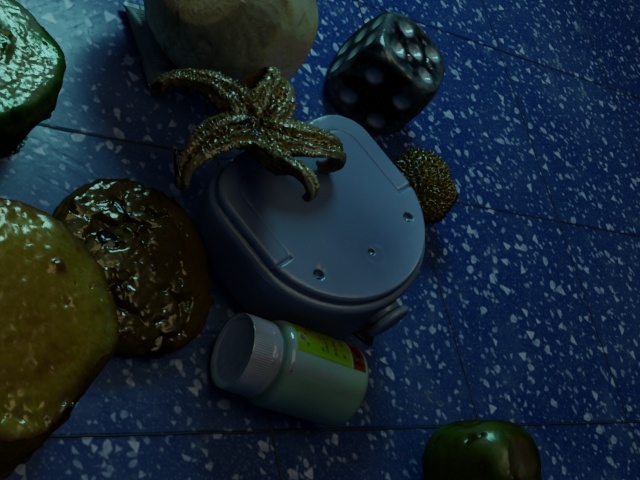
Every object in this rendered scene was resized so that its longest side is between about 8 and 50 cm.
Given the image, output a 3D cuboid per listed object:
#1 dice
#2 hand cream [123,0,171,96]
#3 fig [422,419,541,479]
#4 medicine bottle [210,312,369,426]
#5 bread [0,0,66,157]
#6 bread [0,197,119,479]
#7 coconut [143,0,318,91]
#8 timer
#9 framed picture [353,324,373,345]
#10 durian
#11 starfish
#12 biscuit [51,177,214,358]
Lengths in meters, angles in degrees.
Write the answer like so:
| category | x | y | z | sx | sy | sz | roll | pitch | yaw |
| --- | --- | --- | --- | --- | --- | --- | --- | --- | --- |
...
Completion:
| category | x | y | z | sx | sy | sz | roll | pitch | yaw |
| --- | --- | --- | --- | --- | --- | --- | --- | --- | --- |
| dice | 0.133 | -0.341 | 2.089 | 0.183 | 0.182 | 0.181 | 41 | 42 | -18 |
| hand cream | -0.300 | -0.338 | 1.793 | 0.067 | 0.042 | 0.194 | 3 | 57 | -40 |
| fig | 0.275 | 0.443 | 1.721 | 0.206 | 0.206 | 0.275 | 2 | 82 | -42 |
| medicine bottle | -0.046 | 0.202 | 1.593 | 0.225 | 0.139 | 0.139 | 22 | 50 | -32 |
| bread | -0.548 | -0.246 | 1.426 | 0.366 | 0.129 | 0.382 | 22 | 51 | -32 |
| bread | -0.408 | 0.111 | 1.245 | 0.337 | 0.204 | 0.358 | 56 | 34 | -23 |
| coconut | -0.153 | -0.400 | 1.782 | 0.329 | 0.329 | 0.328 | 23 | 50 | -31 |
| timer | 0.000 | 0.000 | 1.715 | 0.395 | 0.173 | 0.395 | 15 | 54 | -21 |
| framed picture | -0.001 | 0.014 | 1.858 | 0.324 | 0.013 | 0.244 | 37 | 44 | -19 |
| durian | 0.198 | -0.108 | 2.040 | 0.168 | 0.137 | 0.158 | 23 | 70 | -20 |
| starfish | -0.105 | -0.161 | 1.584 | 0.303 | 0.113 | 0.312 | -24 | 64 | -40 |
| biscuit | -0.279 | 0.035 | 1.534 | 0.296 | 0.075 | 0.296 | 23 | 51 | -31 |
